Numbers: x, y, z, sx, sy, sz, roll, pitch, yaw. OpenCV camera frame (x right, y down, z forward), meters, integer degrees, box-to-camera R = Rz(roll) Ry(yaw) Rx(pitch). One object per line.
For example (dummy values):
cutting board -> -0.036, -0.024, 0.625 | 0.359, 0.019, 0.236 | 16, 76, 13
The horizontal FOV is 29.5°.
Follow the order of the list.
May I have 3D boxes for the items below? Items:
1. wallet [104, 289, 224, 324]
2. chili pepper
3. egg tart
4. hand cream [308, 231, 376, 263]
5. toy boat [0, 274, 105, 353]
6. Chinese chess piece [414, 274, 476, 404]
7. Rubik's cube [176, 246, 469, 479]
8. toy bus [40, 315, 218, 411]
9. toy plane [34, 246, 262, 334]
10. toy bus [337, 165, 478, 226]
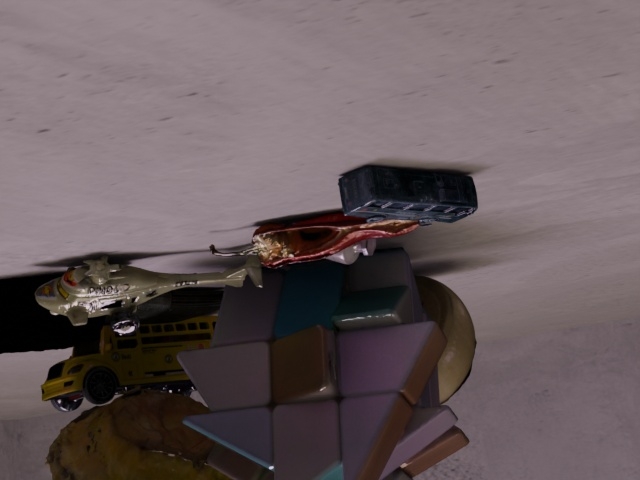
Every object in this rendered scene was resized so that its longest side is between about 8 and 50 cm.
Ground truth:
wallet -> -0.303, 0.105, 1.849 | 0.169, 0.044, 0.317 | -18, 166, 42
chili pepper -> -0.002, -0.008, 1.447 | 0.268, 0.059, 0.050 | -12, -157, 12
egg tart -> -0.242, 0.328, 1.861 | 0.352, 0.150, 0.352 | 18, -158, -8
hand cream -> 0.000, 0.000, 1.510 | 0.142, 0.053, 0.084 | 5, 175, 27
toy boat -> -0.372, 0.100, 1.633 | 0.188, 0.061, 0.116 | -6, 148, -1
Chinese chess piece -> 0.130, 0.172, 1.967 | 0.250, 0.250, 0.103 | -13, 133, 29
Rubik's cube -> 0.003, 0.212, 1.708 | 0.387, 0.368, 0.358 | -9, 156, 15
toy bus -> -0.317, 0.208, 2.102 | 0.331, 0.151, 0.145 | 0, 167, -38
toy plane -> -0.220, 0.055, 1.560 | 0.286, 0.092, 0.108 | -3, 144, -14
toy bus -> 0.096, -0.047, 1.291 | 0.166, 0.047, 0.065 | 2, 162, -39
